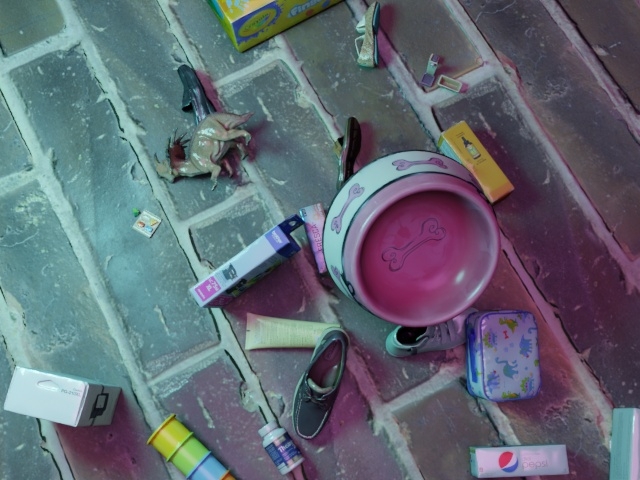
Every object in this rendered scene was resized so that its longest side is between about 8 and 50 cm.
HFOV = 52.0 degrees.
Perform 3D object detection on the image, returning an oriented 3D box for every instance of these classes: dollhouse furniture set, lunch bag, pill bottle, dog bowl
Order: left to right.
[{"bbox_3d":[-0.097,0.495,1.578,0.067,0.067,0.120,-35,78,-8],"label":"pill bottle"},{"bbox_3d":[0.216,0.013,1.466,0.408,0.150,0.408,-4,113,-10],"label":"dog bowl"},{"bbox_3d":[0.348,-0.473,1.823,0.114,0.081,0.091,24,77,6],"label":"dollhouse furniture set"},{"bbox_3d":[0.438,0.276,1.595,0.176,0.090,0.219,-2,86,-19],"label":"lunch bag"}]

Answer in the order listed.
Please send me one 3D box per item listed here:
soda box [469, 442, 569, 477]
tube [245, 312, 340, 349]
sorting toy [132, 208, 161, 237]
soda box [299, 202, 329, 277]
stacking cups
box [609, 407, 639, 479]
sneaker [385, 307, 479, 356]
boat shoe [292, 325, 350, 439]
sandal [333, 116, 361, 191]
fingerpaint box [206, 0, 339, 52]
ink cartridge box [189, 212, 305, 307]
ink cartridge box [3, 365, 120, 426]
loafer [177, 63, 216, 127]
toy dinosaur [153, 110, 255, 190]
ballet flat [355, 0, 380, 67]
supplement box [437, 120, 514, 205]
[{"bbox_3d":[0.470,0.523,1.563,0.216,0.074,0.069,-3,75,0],"label":"soda box"},{"bbox_3d":[-0.069,0.234,1.655,0.240,0.062,0.070,2,46,3],"label":"tube"},{"bbox_3d":[-0.475,-0.052,1.753,0.083,0.012,0.062,29,78,7],"label":"sorting toy"},{"bbox_3d":[0.000,0.000,1.713,0.063,0.058,0.183,-17,75,-4],"label":"soda box"},{"bbox_3d":[-0.262,0.547,1.555,0.316,0.096,0.096,38,79,8],"label":"stacking cups"},{"bbox_3d":[0.795,0.499,1.544,0.181,0.119,0.181,10,75,2],"label":"box"},{"bbox_3d":[0.290,0.221,1.605,0.255,0.151,0.094,-18,74,-6],"label":"sneaker"},{"bbox_3d":[-0.002,0.347,1.578,0.102,0.092,0.285,21,93,5],"label":"boat shoe"},{"bbox_3d":[0.063,-0.232,1.773,0.060,0.090,0.219,6,82,25],"label":"sandal"},{"bbox_3d":[-0.136,-0.809,1.873,0.444,0.163,0.371,-30,76,-7],"label":"fingerpaint box"},{"bbox_3d":[-0.158,0.055,1.609,0.311,0.186,0.065,-39,81,1],"label":"ink cartridge box"},{"bbox_3d":[-0.592,0.365,1.528,0.172,0.237,0.100,12,76,4],"label":"ink cartridge box"},{"bbox_3d":[-0.349,-0.383,1.807,0.078,0.076,0.223,-24,80,-14],"label":"loafer"},{"bbox_3d":[-0.303,-0.258,1.731,0.200,0.127,0.296,36,88,0],"label":"toy dinosaur"},{"bbox_3d":[0.132,-0.587,1.864,0.067,0.073,0.206,-1,71,15],"label":"ballet flat"},{"bbox_3d":[0.412,-0.201,1.754,0.078,0.080,0.233,-31,79,-8],"label":"supplement box"}]
